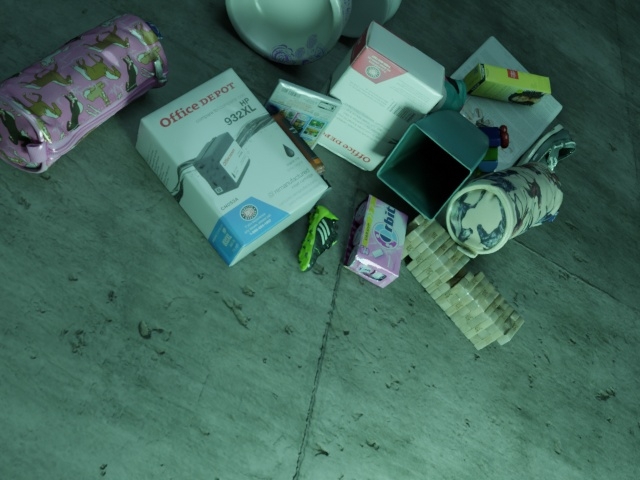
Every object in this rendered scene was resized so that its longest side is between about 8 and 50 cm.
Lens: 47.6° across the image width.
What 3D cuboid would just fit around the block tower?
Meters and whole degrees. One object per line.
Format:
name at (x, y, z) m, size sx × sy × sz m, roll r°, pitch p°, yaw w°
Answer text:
block tower at (0.304, 0.095, 1.642) m, size 0.335 × 0.097 × 0.091 m, roll 49°, pitch 46°, yaw 5°

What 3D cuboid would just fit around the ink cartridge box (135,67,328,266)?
ink cartridge box at (-0.174, -0.144, 1.405) m, size 0.223 × 0.129 × 0.307 m, roll -37°, pitch 85°, yaw -26°

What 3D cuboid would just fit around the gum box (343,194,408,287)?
gum box at (0.122, 0.004, 1.593) m, size 0.107 × 0.062 × 0.188 m, roll 28°, pitch 49°, yaw -17°

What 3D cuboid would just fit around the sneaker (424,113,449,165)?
sneaker at (0.267, -0.219, 1.820) m, size 0.235 × 0.094 × 0.153 m, roll 47°, pitch 37°, yaw -13°

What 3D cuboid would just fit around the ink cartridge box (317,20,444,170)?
ink cartridge box at (0.115, -0.320, 1.653) m, size 0.207 × 0.283 × 0.117 m, roll 29°, pitch 45°, yaw -17°

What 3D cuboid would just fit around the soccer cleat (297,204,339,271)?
soccer cleat at (0.000, 0.000, 1.516) m, size 0.072 × 0.060 × 0.179 m, roll 30°, pitch 45°, yaw -17°

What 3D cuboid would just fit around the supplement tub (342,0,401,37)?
supplement tub at (0.123, -0.715, 1.950) m, size 0.235 × 0.235 × 0.324 m, roll 33°, pitch 48°, yaw -12°

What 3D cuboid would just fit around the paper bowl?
paper bowl at (-0.066, -0.564, 1.685) m, size 0.284 × 0.284 × 0.148 m, roll 34°, pitch 47°, yaw -12°

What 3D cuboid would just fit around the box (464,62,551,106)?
box at (0.529, -0.439, 2.052) m, size 0.232 × 0.087 × 0.058 m, roll 7°, pitch 69°, yaw -19°

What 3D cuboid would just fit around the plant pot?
plant pot at (0.278, -0.196, 1.665) m, size 0.166 × 0.165 × 0.234 m, roll 41°, pitch 41°, yaw 7°

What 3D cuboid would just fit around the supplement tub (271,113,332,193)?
supplement tub at (-0.063, -0.166, 1.548) m, size 0.198 × 0.106 × 0.106 m, roll 51°, pitch 46°, yaw 5°

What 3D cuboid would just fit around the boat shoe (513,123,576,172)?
boat shoe at (0.660, -0.248, 2.101) m, size 0.099 × 0.116 × 0.319 m, roll 48°, pitch 41°, yaw 7°

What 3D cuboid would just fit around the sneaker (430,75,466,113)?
sneaker at (0.289, -0.420, 1.943) m, size 0.178 × 0.124 × 0.295 m, roll 16°, pitch 32°, yaw -42°

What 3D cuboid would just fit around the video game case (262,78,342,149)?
video game case at (-0.053, -0.274, 1.600) m, size 0.157 × 0.143 × 0.019 m, roll 15°, pitch 43°, yaw -27°

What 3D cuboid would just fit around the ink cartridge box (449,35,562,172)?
ink cartridge box at (0.490, -0.375, 2.113) m, size 0.308 × 0.091 × 0.385 m, roll 45°, pitch 63°, yaw -2°

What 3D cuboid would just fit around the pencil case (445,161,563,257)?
pencil case at (0.445, -0.077, 1.733) m, size 0.160 × 0.183 × 0.410 m, roll 16°, pitch 20°, yaw 31°

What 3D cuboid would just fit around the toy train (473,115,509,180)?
toy train at (0.445, -0.239, 1.946) m, size 0.105 × 0.143 × 0.248 m, roll 1°, pitch 21°, yaw 11°

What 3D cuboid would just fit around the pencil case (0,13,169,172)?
pencil case at (-0.440, -0.275, 1.326) m, size 0.386 × 0.167 × 0.160 m, roll -52°, pitch 128°, yaw -43°
